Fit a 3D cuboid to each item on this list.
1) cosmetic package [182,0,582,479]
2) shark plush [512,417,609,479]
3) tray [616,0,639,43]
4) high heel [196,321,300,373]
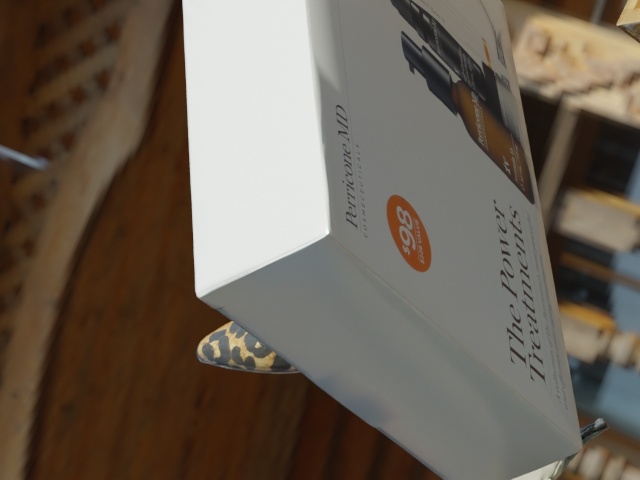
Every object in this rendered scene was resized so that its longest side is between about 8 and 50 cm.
[{"bbox_3d":[0.033,-0.070,1.201,0.284,0.097,0.377,37,-144,-43],"label":"cosmetic package"},{"bbox_3d":[0.193,0.211,1.810,0.161,0.073,0.067,-50,-12,7],"label":"shark plush"},{"bbox_3d":[0.378,-0.230,1.287,0.076,0.411,0.203,33,-103,-22],"label":"tray"},{"bbox_3d":[0.000,0.000,1.522,0.093,0.261,0.186,-74,-34,-64],"label":"high heel"}]
